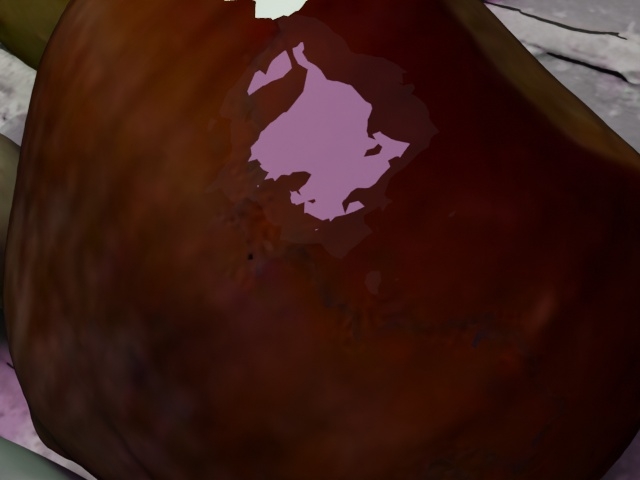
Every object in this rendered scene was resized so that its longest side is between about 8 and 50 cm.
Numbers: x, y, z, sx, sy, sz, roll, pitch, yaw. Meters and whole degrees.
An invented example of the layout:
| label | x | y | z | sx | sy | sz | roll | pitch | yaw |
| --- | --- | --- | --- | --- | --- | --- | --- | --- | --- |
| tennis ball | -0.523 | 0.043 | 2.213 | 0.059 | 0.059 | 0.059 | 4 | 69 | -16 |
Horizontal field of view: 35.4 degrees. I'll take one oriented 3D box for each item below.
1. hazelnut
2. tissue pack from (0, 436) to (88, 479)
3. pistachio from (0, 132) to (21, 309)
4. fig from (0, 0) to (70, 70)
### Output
| label | x | y | z | sx | sy | sz | roll | pitch | yaw |
| --- | --- | --- | --- | --- | --- | --- | --- | --- | --- |
| hazelnut | 0.000 | 0.000 | 0.579 | 0.359 | 0.359 | 0.409 | -26 | 52 | -1 |
| tissue pack | -0.242 | 0.257 | 0.513 | 0.236 | 0.229 | 0.333 | 7 | 67 | 41 |
| pistachio | -0.292 | -0.021 | 0.817 | 0.137 | 0.153 | 0.238 | -17 | 24 | -6 |
| fig | -0.152 | -0.228 | 0.856 | 0.326 | 0.258 | 0.258 | 40 | 73 | 16 |
